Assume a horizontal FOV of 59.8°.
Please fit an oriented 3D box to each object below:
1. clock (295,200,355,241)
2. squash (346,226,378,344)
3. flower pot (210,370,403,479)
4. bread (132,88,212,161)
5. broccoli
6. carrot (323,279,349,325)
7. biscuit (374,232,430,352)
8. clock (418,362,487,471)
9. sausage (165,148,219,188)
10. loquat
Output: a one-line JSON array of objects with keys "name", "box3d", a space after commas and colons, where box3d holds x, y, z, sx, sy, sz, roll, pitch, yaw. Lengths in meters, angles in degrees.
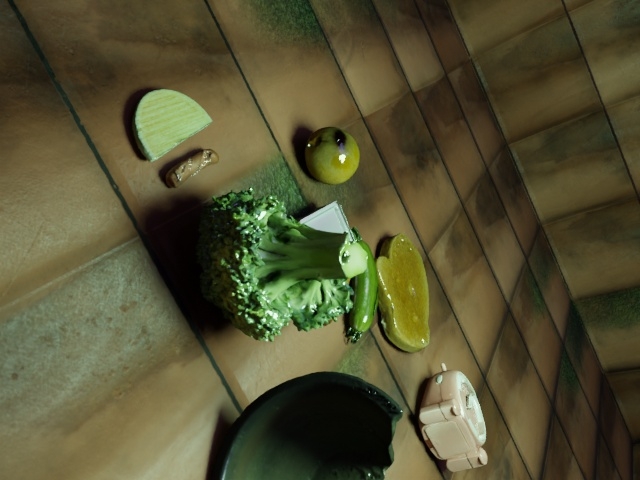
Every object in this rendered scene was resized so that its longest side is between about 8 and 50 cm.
[{"name": "clock", "box3d": [0.000, 0.000, 1.334, 0.192, 0.071, 0.147, -33, 101, -55]}, {"name": "squash", "box3d": [0.109, 0.113, 1.427, 0.080, 0.071, 0.319, 28, 52, -38]}, {"name": "flower pot", "box3d": [0.016, 0.446, 0.962, 0.251, 0.378, 0.380, 55, 31, -57]}, {"name": "bread", "box3d": [-0.301, -0.233, 1.070, 0.112, 0.036, 0.193, 54, 41, -14]}, {"name": "broccoli", "box3d": [-0.070, 0.070, 1.041, 0.249, 0.301, 0.375, -53, 131, -7]}, {"name": "carrot", "box3d": [0.042, 0.126, 1.356, 0.047, 0.047, 0.191, 48, 42, -29]}, {"name": "biscuit", "box3d": [0.219, 0.138, 1.579, 0.287, 0.057, 0.344, 29, 52, -44]}, {"name": "clock", "box3d": [0.364, 0.478, 1.556, 0.227, 0.142, 0.241, 60, 26, -15]}, {"name": "sausage", "box3d": [-0.250, -0.147, 1.098, 0.036, 0.042, 0.158, 30, 34, 9]}, {"name": "loquat", "box3d": [0.030, -0.217, 1.430, 0.163, 0.137, 0.163, 43, 24, -25]}]
